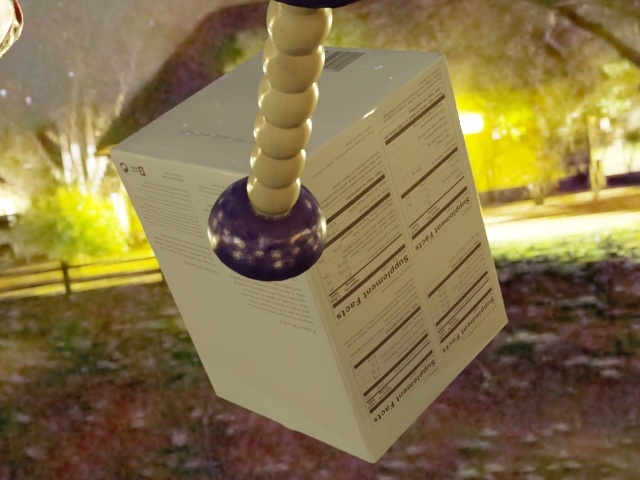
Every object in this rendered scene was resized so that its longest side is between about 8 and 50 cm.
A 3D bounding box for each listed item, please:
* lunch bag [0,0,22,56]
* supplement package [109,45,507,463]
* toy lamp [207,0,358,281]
[{"bbox_3d":[-0.412,-0.260,0.915,0.258,0.120,0.293,34,-11,-4],"label":"lunch bag"},{"bbox_3d":[0.000,0.000,0.844,0.199,0.263,0.198,14,43,43],"label":"supplement package"},{"bbox_3d":[-0.016,-0.082,0.482,0.080,0.080,0.275,-10,-33,-17],"label":"toy lamp"}]
